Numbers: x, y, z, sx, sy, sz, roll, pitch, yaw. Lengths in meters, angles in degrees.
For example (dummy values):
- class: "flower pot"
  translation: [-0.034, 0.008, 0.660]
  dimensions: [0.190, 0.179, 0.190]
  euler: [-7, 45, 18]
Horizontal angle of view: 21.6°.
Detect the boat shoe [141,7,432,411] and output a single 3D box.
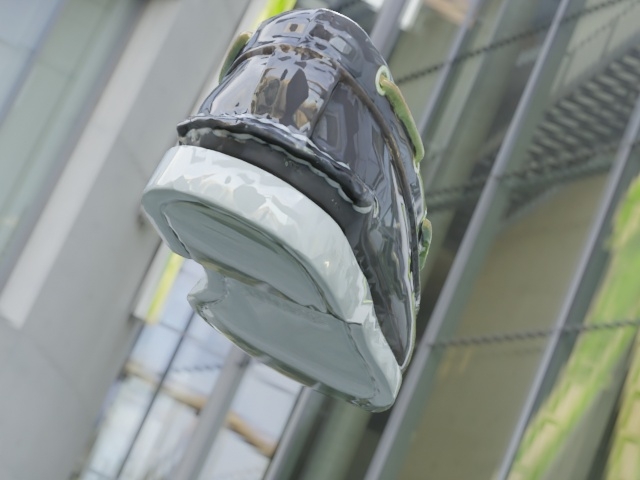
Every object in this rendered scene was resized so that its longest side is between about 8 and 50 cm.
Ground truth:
- class: "boat shoe"
  translation: [0.000, 0.000, 0.543]
  dimensions: [0.081, 0.068, 0.228]
  euler: [24, -14, 10]
